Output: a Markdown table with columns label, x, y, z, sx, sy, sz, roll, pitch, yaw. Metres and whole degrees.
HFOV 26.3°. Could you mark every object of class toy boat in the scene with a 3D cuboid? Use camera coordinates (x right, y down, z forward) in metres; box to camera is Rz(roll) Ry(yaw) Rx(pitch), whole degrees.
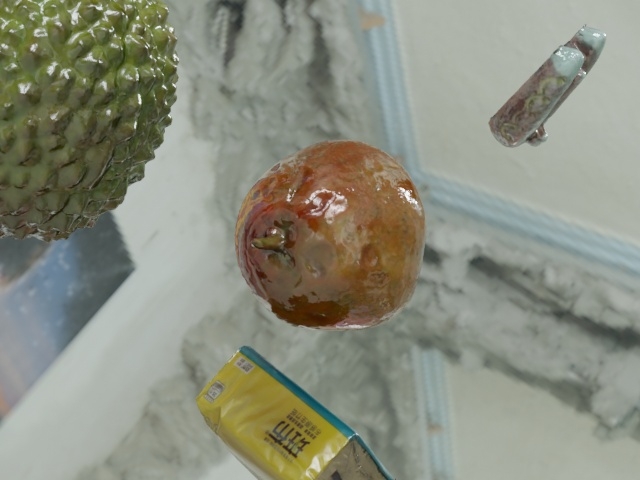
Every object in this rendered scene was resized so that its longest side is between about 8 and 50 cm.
| label | x | y | z | sx | sy | sz | roll | pitch | yaw |
| --- | --- | --- | --- | --- | --- | --- | --- | --- | --- |
| toy boat | 0.340 | -0.213 | 2.024 | 0.085 | 0.155 | 0.227 | 44 | -45 | 2 |

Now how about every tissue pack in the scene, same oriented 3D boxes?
| label | x | y | z | sx | sy | sz | roll | pitch | yaw |
| --- | --- | --- | --- | --- | --- | --- | --- | --- | --- |
| tissue pack | -0.035 | 0.296 | 1.945 | 0.271 | 0.134 | 0.192 | 32 | -16 | 44 |

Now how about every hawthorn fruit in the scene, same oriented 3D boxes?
| label | x | y | z | sx | sy | sz | roll | pitch | yaw |
| --- | --- | --- | --- | --- | --- | --- | --- | --- | --- |
| hawthorn fruit | 0.000 | 0.000 | 1.884 | 0.277 | 0.298 | 0.277 | 1 | -88 | 33 |

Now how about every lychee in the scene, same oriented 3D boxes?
| label | x | y | z | sx | sy | sz | roll | pitch | yaw |
| --- | --- | --- | --- | --- | --- | --- | --- | --- | --- |
| lychee | -0.263 | -0.132 | 1.179 | 0.319 | 0.270 | 0.270 | -13 | -51 | 14 |
